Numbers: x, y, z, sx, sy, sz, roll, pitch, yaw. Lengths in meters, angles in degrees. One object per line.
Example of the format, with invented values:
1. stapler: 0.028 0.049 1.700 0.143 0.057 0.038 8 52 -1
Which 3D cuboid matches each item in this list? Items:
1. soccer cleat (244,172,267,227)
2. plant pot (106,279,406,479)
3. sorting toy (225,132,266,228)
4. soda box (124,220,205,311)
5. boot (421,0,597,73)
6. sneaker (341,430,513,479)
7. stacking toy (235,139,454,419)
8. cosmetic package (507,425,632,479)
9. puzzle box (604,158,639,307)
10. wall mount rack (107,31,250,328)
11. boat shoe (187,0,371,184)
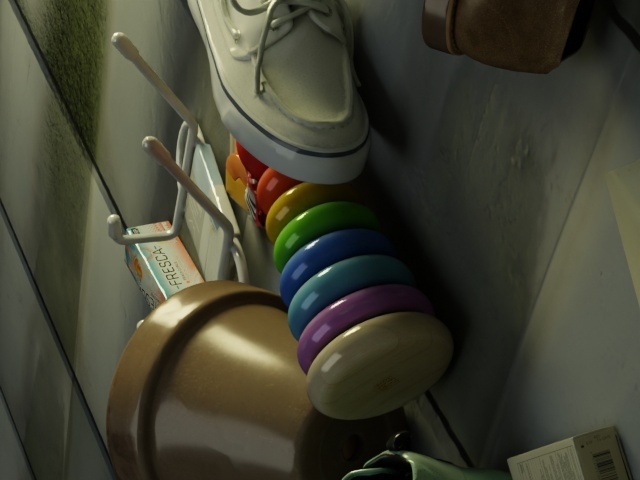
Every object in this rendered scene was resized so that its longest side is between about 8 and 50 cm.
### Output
1. soccer cleat: -0.068 -0.053 1.718 0.036 0.029 0.083 28 132 50
2. plant pot: -0.046 0.183 1.622 0.229 0.263 0.263 11 112 47
3. sorting toy: -0.061 -0.095 1.749 0.208 0.038 0.193 -134 39 -52
4. soda box: -0.192 0.056 2.089 0.183 0.063 0.058 56 147 42
5. boot: 0.159 -0.261 1.135 0.115 0.112 0.305 24 123 26
6. sneaker: 0.060 0.231 1.435 0.256 0.151 0.094 -29 48 55
7. stacking toy: 0.000 0.000 1.532 0.141 0.141 0.330 108 144 -49
8. cosmetic package: 0.197 0.187 1.287 0.115 0.041 0.060 -35 69 65
9. puzzle box: 0.320 0.044 0.924 0.409 0.052 0.272 156 102 -66
10. wall mount rack: -0.169 -0.053 1.850 0.350 0.131 0.304 -113 26 -47
11. boat shoe: -0.033 -0.216 1.538 0.367 0.136 0.156 -111 26 -45
